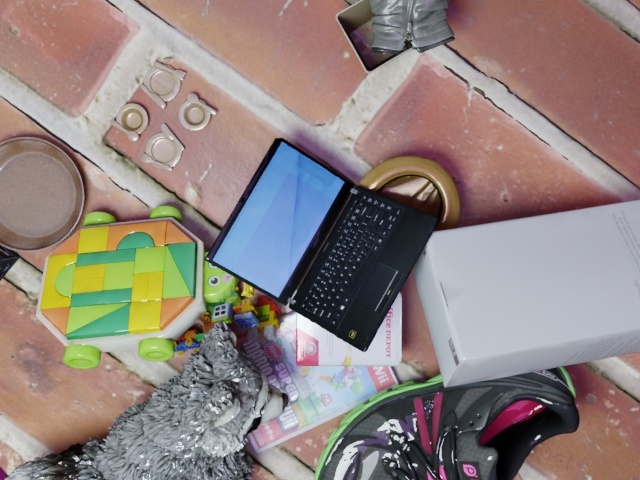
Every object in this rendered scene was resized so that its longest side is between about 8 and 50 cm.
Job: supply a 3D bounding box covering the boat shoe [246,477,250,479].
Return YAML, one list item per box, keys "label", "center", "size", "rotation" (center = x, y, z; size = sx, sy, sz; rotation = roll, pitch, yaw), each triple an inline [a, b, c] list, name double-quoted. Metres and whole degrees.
- label: "boat shoe"
  center: [-0.164, 0.494, 1.176]
  size: [0.136, 0.156, 0.367]
  rotation: [-35, 91, 2]

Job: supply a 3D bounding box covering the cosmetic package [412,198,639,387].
- label: "cosmetic package"
  center: [0.360, 0.082, 1.088]
  size: [0.384, 0.156, 0.217]
  rotation: [-8, 63, -3]

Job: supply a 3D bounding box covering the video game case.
- label: "video game case"
  center: [-0.031, 0.228, 1.225]
  size: [0.285, 0.025, 0.204]
  rotation: [-26, 93, 2]

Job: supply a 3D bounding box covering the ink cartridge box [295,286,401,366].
- label: "ink cartridge box"
  center: [0.046, 0.144, 1.168]
  size: [0.175, 0.072, 0.127]
  rotation: [0, 93, 0]

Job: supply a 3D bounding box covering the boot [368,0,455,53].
- label: "boot"
  center: [0.185, -0.382, 1.067]
  size: [0.246, 0.083, 0.161]
  rotation: [-13, 100, 7]

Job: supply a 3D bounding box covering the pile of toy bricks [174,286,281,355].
- label: "pile of toy bricks"
  center: [-0.182, 0.119, 1.190]
  size: [0.212, 0.118, 0.105]
  rotation: [-13, 50, 16]

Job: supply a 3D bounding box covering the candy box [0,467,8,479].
- label: "candy box"
  center: [-0.622, 0.544, 1.230]
  size: [0.233, 0.071, 0.159]
  rotation: [-40, 93, 4]

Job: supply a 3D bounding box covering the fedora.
- label: "fedora"
  center: [0.142, -0.051, 1.177]
  size: [0.194, 0.079, 0.194]
  rotation: [1, 99, 6]

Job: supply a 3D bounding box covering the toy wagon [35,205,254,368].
- label: "toy wagon"
  center: [-0.279, 0.063, 1.124]
  size: [0.344, 0.068, 0.267]
  rotation: [-6, 59, 3]

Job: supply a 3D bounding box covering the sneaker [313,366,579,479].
- label: "sneaker"
  center: [0.197, 0.335, 1.126]
  size: [0.482, 0.202, 0.185]
  rotation: [-32, 117, 4]

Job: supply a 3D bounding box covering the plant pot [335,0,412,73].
- label: "plant pot"
  center: [0.096, -0.342, 1.150]
  size: [0.109, 0.096, 0.109]
  rotation: [-30, 93, 2]

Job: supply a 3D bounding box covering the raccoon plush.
- label: "raccoon plush"
  center: [-0.268, 0.302, 1.035]
  size: [0.446, 0.299, 0.216]
  rotation: [-18, 52, -19]

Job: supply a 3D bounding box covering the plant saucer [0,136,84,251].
- label: "plant saucer"
  center: [-0.506, -0.080, 1.205]
  size: [0.198, 0.036, 0.199]
  rotation: [0, 94, 0]

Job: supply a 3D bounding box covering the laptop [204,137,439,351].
- label: "laptop"
  center: [0.000, 0.000, 1.064]
  size: [0.264, 0.136, 0.234]
  rotation: [26, 85, 38]

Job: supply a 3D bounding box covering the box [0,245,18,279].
- label: "box"
  center: [-0.674, 0.075, 1.165]
  size: [0.163, 0.142, 0.247]
  rotation: [41, 93, -2]

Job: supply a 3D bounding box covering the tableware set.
- label: "tableware set"
  center: [-0.274, -0.215, 1.201]
  size: [0.141, 0.020, 0.169]
  rotation: [39, 93, -2]
